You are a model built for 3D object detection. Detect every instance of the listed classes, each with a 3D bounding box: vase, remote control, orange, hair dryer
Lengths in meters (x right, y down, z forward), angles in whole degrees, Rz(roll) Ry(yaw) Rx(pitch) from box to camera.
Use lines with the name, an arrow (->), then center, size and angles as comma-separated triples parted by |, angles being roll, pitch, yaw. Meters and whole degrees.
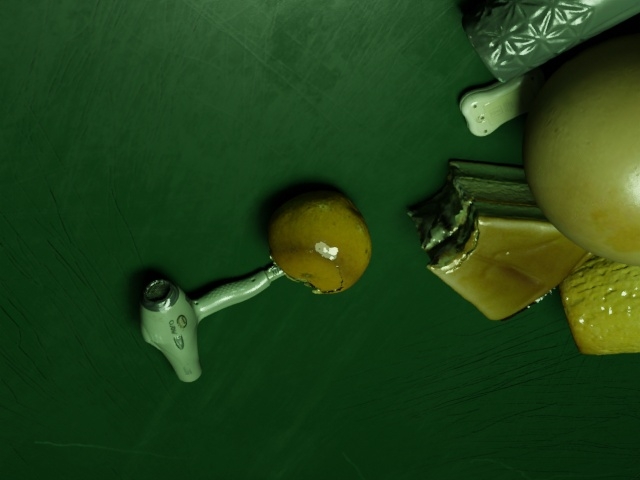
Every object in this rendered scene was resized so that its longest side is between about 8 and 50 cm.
vase -> 0.317, -0.326, 1.361 | 0.301, 0.156, 0.251 | -33, 123, 22
remote control -> 0.253, -0.194, 1.520 | 0.122, 0.032, 0.074 | -24, 131, 7
orange -> 0.000, 0.000, 1.562 | 0.157, 0.134, 0.156 | 23, 153, 13
hair dryer -> -0.172, 0.128, 1.670 | 0.225, 0.088, 0.219 | -10, 140, -26

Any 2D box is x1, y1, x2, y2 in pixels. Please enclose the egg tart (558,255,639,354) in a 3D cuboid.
egg tart -> 0.464, 0.083, 1.710 | 0.171, 0.215, 0.215 | -15, 133, 16

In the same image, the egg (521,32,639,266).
egg -> 0.443, -0.112, 1.427 | 0.374, 0.301, 0.301 | 12, 126, -16

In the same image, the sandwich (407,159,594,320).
sandwich -> 0.267, -0.030, 1.581 | 0.227, 0.155, 0.198 | -38, 129, 17
